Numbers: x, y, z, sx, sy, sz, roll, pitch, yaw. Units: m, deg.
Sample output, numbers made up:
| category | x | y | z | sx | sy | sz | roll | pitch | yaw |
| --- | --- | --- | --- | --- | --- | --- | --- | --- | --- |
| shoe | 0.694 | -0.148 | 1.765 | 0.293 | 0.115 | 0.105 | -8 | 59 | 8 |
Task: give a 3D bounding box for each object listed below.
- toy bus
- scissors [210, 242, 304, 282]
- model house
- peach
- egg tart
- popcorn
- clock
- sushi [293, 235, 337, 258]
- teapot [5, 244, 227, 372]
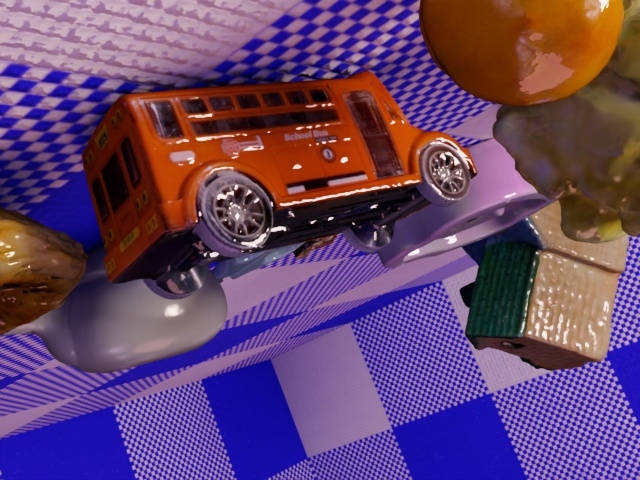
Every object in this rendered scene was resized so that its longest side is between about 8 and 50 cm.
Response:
| category | x | y | z | sx | sy | sz | roll | pitch | yaw |
| --- | --- | --- | --- | --- | --- | --- | --- | --- | --- |
| toy bus | -0.024 | -0.058 | 0.663 | 0.329 | 0.153 | 0.143 | -12 | 167 | -36 |
| scissors | -0.167 | 0.060 | 1.194 | 0.360 | 0.029 | 0.191 | -32 | 168 | 21 |
| model house | 0.466 | 0.075 | 1.752 | 0.342 | 0.382 | 0.334 | 17 | 160 | -9 |
| peach | 0.135 | -0.160 | 0.538 | 0.138 | 0.138 | 0.138 | -21 | 169 | -4 |
| egg tart | -0.331 | 0.033 | 0.608 | 0.290 | 0.115 | 0.290 | -23 | 171 | -4 |
| popcorn | 0.301 | -0.125 | 0.735 | 0.293 | 0.293 | 0.237 | -22 | -172 | -1 |
| clock | 0.238 | -0.062 | 1.291 | 0.338 | 0.102 | 0.338 | -21 | 169 | -4 |
| sushi | 0.000 | 0.000 | 1.321 | 0.126 | 0.026 | 0.120 | -20 | 168 | -13 |
| teapot | -0.257 | 0.079 | 0.875 | 0.220 | 0.149 | 0.318 | -18 | 174 | 33 |
